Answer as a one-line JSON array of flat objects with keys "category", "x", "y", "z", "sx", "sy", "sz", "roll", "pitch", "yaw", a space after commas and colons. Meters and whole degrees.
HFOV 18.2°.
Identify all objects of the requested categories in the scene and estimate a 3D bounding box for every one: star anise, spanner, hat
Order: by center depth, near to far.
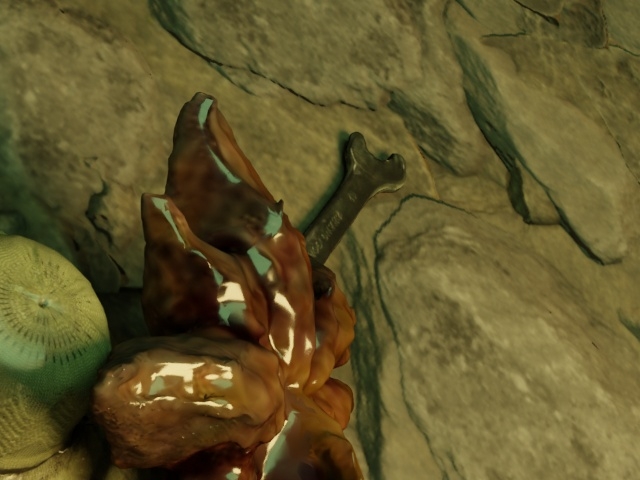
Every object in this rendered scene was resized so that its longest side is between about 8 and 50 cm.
[{"category": "hat", "x": -0.169, "y": 0.056, "z": 1.034, "sx": 0.252, "sy": 0.110, "sz": 0.252, "roll": 24, "pitch": 45, "yaw": -27}, {"category": "star anise", "x": -0.031, "y": 0.101, "z": 1.078, "sx": 0.292, "sy": 0.109, "sz": 0.349, "roll": 56, "pitch": 29, "yaw": -28}, {"category": "spanner", "x": 0.000, "y": 0.000, "z": 1.312, "sx": 0.054, "sy": 0.015, "sz": 0.254, "roll": 41, "pitch": 39, "yaw": -4}]
